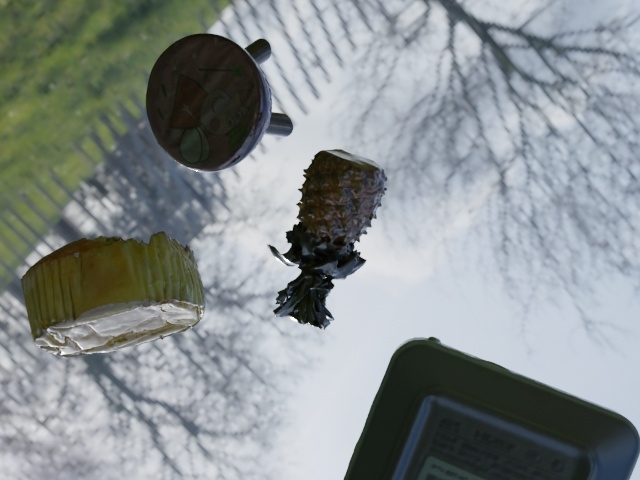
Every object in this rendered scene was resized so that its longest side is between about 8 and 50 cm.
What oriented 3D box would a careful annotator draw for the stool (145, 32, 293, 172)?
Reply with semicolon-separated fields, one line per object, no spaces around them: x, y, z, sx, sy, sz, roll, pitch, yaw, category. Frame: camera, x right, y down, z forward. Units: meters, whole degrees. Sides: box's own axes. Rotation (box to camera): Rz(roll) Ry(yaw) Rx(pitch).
-0.195;-0.278;2.571;0.272;0.272;0.178;-33;175;26;stool

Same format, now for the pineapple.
0.000;0.000;2.193;0.141;0.170;0.310;-108;-144;-76;pineapple

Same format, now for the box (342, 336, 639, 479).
0.218;0.355;1.795;0.090;0.367;0.373;-57;168;-85;box

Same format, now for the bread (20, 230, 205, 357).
-0.294;0.072;1.825;0.250;0.179;0.133;-16;-115;5;bread
